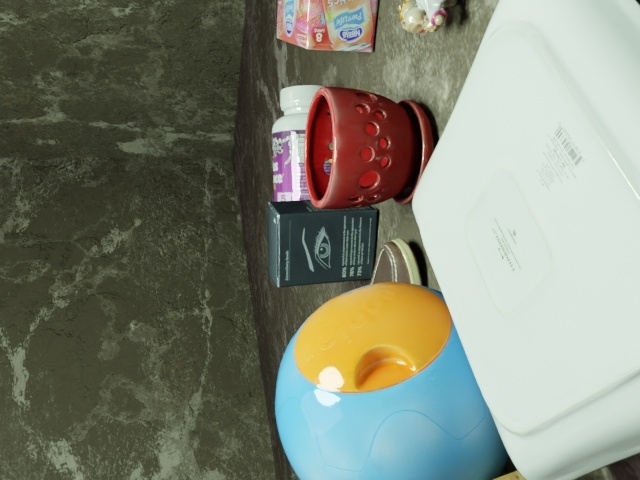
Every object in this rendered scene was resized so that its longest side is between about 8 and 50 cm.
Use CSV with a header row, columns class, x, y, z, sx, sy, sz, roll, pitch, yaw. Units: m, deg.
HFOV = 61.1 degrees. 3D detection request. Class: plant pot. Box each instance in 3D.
class,x,y,z,sx,sy,sz,roll,pitch,yaw
plant pot,0.075,-0.147,0.874,0.191,0.174,0.191,177,90,-75

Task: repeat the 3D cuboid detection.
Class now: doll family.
class,x,y,z,sx,sy,sz,roll,pitch,yaw
doll family,0.138,-0.402,0.780,0.263,0.118,0.163,60,147,23

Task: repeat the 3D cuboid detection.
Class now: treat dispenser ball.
class,x,y,z,sx,sy,sz,roll,pitch,yaw
treat dispenser ball,0.088,0.195,0.665,0.288,0.288,0.288,178,90,-74

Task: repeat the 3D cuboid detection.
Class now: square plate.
class,x,y,z,sx,sy,sz,roll,pitch,yaw
square plate,0.168,-0.004,0.441,0.344,0.049,0.347,103,156,-56

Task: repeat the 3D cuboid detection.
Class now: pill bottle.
class,x,y,z,sx,sy,sz,roll,pitch,yaw
pill bottle,-0.028,-0.194,1.251,0.169,0.169,0.302,-169,77,-74

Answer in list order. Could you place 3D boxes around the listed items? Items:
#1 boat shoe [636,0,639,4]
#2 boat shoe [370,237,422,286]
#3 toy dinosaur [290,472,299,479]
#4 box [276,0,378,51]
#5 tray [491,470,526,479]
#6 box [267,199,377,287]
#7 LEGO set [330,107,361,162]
class,x,y,z,sx,sy,sz,roll,pitch,yaw
boat shoe,0.240,-0.194,0.405,0.306,0.113,0.105,-159,49,-75
boat shoe,0.095,0.163,0.944,0.123,0.123,0.342,-123,34,-61
toy dinosaur,0.088,0.431,0.978,0.218,0.164,0.322,42,135,22
box,0.004,-0.486,1.139,0.300,0.142,0.154,-123,33,-61
tray,0.241,0.433,0.455,0.203,0.076,0.411,103,152,-43
box,0.000,0.000,1.103,0.108,0.207,0.153,-131,41,-66
LEGO set,0.060,-0.199,1.072,0.227,0.093,0.087,-110,24,-48
